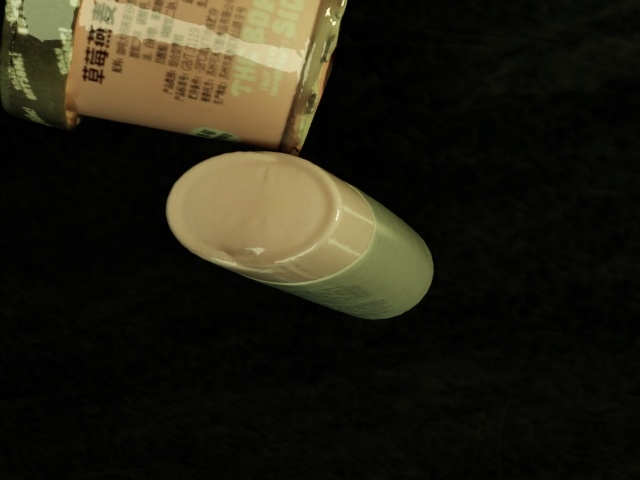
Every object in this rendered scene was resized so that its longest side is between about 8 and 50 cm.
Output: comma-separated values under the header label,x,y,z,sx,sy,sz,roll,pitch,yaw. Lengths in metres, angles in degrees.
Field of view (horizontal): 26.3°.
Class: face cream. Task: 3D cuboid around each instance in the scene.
label,x,y,z,sx,sy,sz,roll,pitch,yaw
face cream,0.000,0.000,0.664,0.084,0.057,0.198,2,171,17

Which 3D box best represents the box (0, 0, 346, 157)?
label,x,y,z,sx,sy,sz,roll,pitch,yaw
box,-0.053,-0.110,0.599,0.135,0.151,0.151,15,136,-4
